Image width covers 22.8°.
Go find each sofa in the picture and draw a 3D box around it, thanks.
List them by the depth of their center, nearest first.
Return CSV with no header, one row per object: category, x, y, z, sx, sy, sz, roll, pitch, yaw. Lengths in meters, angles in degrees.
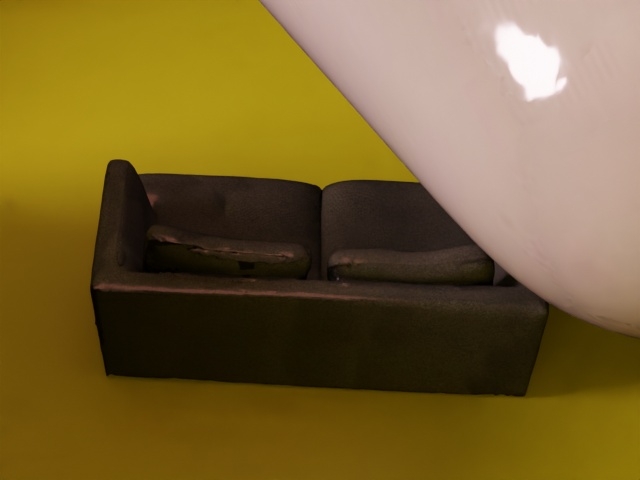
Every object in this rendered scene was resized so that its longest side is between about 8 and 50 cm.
sofa,0.000,0.000,0.533,0.147,0.060,0.085,3,45,0

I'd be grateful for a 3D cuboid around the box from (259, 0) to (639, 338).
box,0.104,-0.108,0.549,0.288,0.141,0.349,-4,42,-38
